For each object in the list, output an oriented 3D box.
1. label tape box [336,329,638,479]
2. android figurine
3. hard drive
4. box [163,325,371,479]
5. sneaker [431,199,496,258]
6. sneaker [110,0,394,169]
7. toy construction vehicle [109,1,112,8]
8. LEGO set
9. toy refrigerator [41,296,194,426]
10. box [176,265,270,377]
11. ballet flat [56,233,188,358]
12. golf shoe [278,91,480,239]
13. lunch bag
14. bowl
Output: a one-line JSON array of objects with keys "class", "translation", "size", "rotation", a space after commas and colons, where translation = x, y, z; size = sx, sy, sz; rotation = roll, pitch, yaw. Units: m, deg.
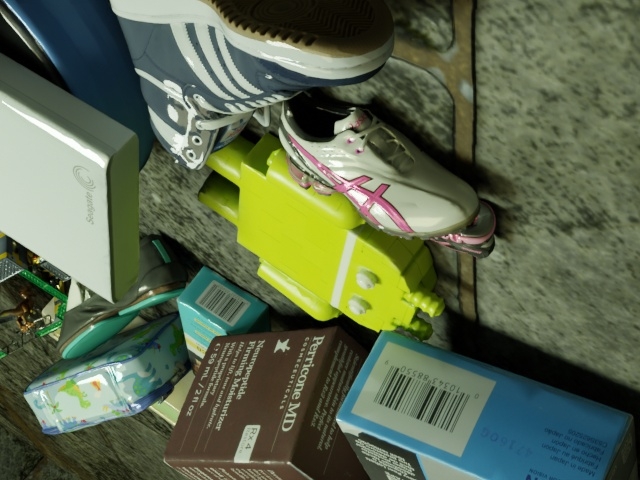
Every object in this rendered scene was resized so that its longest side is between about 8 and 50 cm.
[{"class": "label tape box", "translation": [0.183, 0.248, 1.130], "size": [0.249, 0.115, 0.348], "rotation": [17, 152, 27]}, {"class": "android figurine", "translation": [0.000, 0.000, 1.067], "size": [0.272, 0.056, 0.248], "rotation": [36, 156, 10]}, {"class": "hard drive", "translation": [-0.323, -0.101, 1.043], "size": [0.353, 0.047, 0.233], "rotation": [30, 147, 12]}, {"class": "box", "translation": [-0.031, 0.212, 1.267], "size": [0.203, 0.169, 0.167], "rotation": [-9, 139, 42]}, {"class": "sneaker", "translation": [0.094, -0.015, 0.930], "size": [0.119, 0.047, 0.057], "rotation": [24, 164, 31]}, {"class": "sneaker", "translation": [-0.047, -0.119, 0.829], "size": [0.282, 0.099, 0.153], "rotation": [24, 136, 42]}, {"class": "toy construction vehicle", "translation": [-0.193, -0.195, 1.010], "size": [0.098, 0.035, 0.086], "rotation": [34, 155, 9]}, {"class": "LEGO set", "translation": [-0.477, 0.036, 1.590], "size": [0.331, 0.192, 0.255], "rotation": [-31, 140, 23]}, {"class": "toy refrigerator", "translation": [-0.295, 0.175, 1.726], "size": [0.269, 0.094, 0.102], "rotation": [35, 156, 9]}, {"class": "box", "translation": [-0.120, 0.133, 1.453], "size": [0.100, 0.060, 0.244], "rotation": [31, 154, 16]}, {"class": "ballet flat", "translation": [-0.266, 0.067, 1.459], "size": [0.280, 0.095, 0.096], "rotation": [-30, 78, 41]}, {"class": "golf shoe", "translation": [0.040, -0.061, 0.887], "size": [0.186, 0.067, 0.086], "rotation": [25, 151, 28]}, {"class": "lunch bag", "translation": [-0.284, 0.184, 1.563], "size": [0.218, 0.176, 0.090], "rotation": [-20, 103, 25]}, {"class": "bowl", "translation": [-0.336, -0.178, 1.075], "size": [0.391, 0.077, 0.391], "rotation": [25, 146, 19]}]
